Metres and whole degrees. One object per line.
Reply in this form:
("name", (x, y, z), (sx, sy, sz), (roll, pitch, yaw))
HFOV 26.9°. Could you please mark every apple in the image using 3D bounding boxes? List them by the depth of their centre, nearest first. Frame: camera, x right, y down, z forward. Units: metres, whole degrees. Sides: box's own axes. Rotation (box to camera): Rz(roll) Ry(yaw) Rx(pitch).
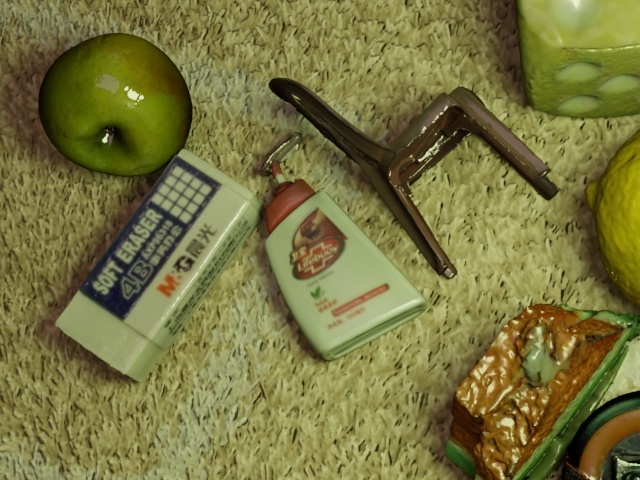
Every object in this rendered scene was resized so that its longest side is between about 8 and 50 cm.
("apple", (-0.262, -0.177, 1.722), (0.196, 0.196, 0.157), (-7, 43, 9))

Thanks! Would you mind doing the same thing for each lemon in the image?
("lemon", (0.441, -0.019, 1.512), (0.267, 0.267, 0.267), (-3, 73, 10))

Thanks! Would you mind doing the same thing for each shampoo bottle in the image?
("shampoo bottle", (0.000, 0.000, 1.677), (0.153, 0.071, 0.284), (-30, 71, 2))

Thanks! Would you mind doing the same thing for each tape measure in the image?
("tape measure", (0.381, 0.267, 1.492), (0.223, 0.135, 0.202), (-3, 83, 15))

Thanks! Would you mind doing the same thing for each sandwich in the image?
("sandwich", (0.237, 0.171, 1.523), (0.109, 0.212, 0.292), (32, 95, 32))

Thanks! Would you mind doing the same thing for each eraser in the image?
("eraser", (-0.202, 0.032, 1.700), (0.124, 0.081, 0.279), (33, 82, 17))

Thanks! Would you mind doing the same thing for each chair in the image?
("chair", (0.112, -0.128, 1.643), (0.183, 0.175, 0.326), (-42, 77, 6))

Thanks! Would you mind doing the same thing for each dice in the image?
("dice", (0.351, -0.292, 1.615), (0.233, 0.227, 0.238), (-5, 74, 9))
